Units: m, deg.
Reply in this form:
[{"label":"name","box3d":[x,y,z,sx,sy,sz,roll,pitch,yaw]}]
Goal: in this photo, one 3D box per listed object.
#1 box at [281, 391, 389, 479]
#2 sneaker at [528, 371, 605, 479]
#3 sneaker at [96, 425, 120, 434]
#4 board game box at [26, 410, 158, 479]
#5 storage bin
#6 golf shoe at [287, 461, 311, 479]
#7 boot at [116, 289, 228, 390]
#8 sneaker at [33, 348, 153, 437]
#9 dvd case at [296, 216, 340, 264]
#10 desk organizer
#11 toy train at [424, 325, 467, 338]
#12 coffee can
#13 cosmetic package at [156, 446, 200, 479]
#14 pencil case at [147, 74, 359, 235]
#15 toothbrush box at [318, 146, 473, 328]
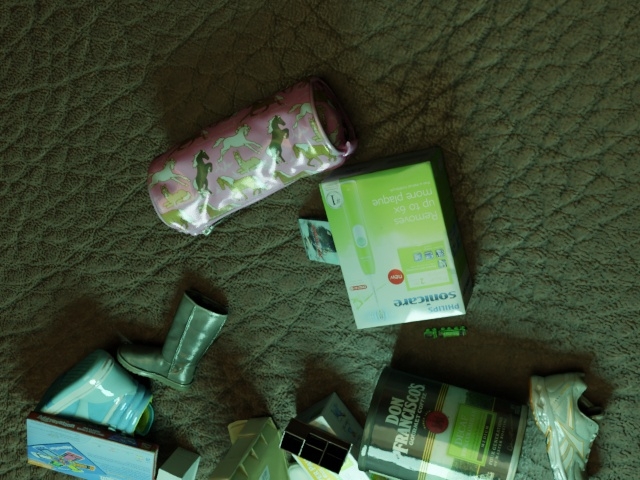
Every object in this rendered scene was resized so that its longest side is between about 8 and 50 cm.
[{"label":"box","box3d":[0.035,0.430,1.777,0.114,0.103,0.203,-35,95,24]},{"label":"sneaker","box3d":[0.472,0.362,1.627,0.121,0.099,0.263,-17,103,17]},{"label":"sneaker","box3d":[-0.454,0.513,1.979,0.094,0.080,0.212,-31,92,47]},{"label":"board game box","box3d":[-0.485,0.454,1.878,0.281,0.027,0.145,15,124,3]},{"label":"storage bin","box3d":[-0.156,0.531,1.783,0.123,0.262,0.261,-7,105,18]},{"label":"golf shoe","box3d":[-0.019,0.546,1.844,0.069,0.086,0.176,-27,97,25]},{"label":"boot","box3d":[-0.307,0.193,1.821,0.189,0.076,0.209,21,120,-4]},{"label":"sneaker","box3d":[-0.487,0.374,1.914,0.208,0.127,0.319,41,133,-18]},{"label":"dvd case","box3d":[0.000,0.000,1.654,0.119,0.013,0.087,10,119,59]},{"label":"desk organizer","box3d":[-0.010,0.394,1.693,0.130,0.050,0.047,22,112,9]},{"label":"toy train","box3d":[0.236,0.175,1.673,0.083,0.024,0.017,-6,106,19]},{"label":"coffee can","box3d":[0.228,0.366,1.644,0.275,0.201,0.202,14,111,12]},{"label":"cosmetic package","box3d":[-0.334,0.581,1.945,0.060,0.099,0.239,20,112,9]},{"label":"pencil case","box3d":[-0.125,-0.149,1.605,0.386,0.160,0.167,-25,128,22]},{"label":"toothbrush box","box3d":[0.140,-0.004,1.591,0.206,0.122,0.283,-9,106,20]}]
